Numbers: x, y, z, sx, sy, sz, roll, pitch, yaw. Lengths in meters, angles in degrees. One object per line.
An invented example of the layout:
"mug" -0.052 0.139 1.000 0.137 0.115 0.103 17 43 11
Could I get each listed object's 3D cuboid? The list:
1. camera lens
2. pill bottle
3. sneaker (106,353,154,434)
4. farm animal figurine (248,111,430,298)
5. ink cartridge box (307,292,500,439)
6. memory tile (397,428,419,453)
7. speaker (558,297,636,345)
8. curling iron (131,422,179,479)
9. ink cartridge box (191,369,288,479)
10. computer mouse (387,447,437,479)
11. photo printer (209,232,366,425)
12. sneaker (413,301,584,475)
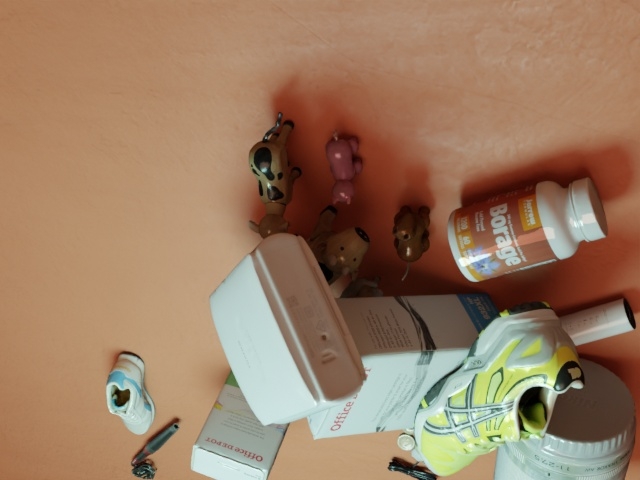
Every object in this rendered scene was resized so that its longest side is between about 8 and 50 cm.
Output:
"camera lens" 0.424 0.369 1.344 0.219 0.219 0.275 7 126 14
"pill bottle" 0.313 -0.020 1.161 0.216 0.121 0.121 -19 117 29
"sneaker" -0.435 0.363 1.718 0.087 0.092 0.229 6 128 13
"farm animal figurine" 0.000 0.000 1.250 0.330 0.172 0.327 28 129 -2
"ink cartridge box" 0.139 0.209 1.293 0.307 0.129 0.223 0 134 -24
"memory tile" 0.218 0.364 1.513 0.113 0.012 0.148 17 111 11
"speaker" 0.449 0.140 1.273 0.136 0.055 0.055 -23 115 31
"curling iron" -0.394 0.503 1.843 0.068 0.035 0.274 29 130 -9
"ink cartridge box" -0.151 0.386 1.559 0.154 0.212 0.093 18 129 6
"computer mouse" 0.222 0.444 1.582 0.106 0.042 0.193 27 129 0
"photo printer" -0.069 0.152 1.185 0.256 0.107 0.307 66 153 9
"sneaker" 0.267 0.270 1.205 0.145 0.147 0.385 -1 134 -27
